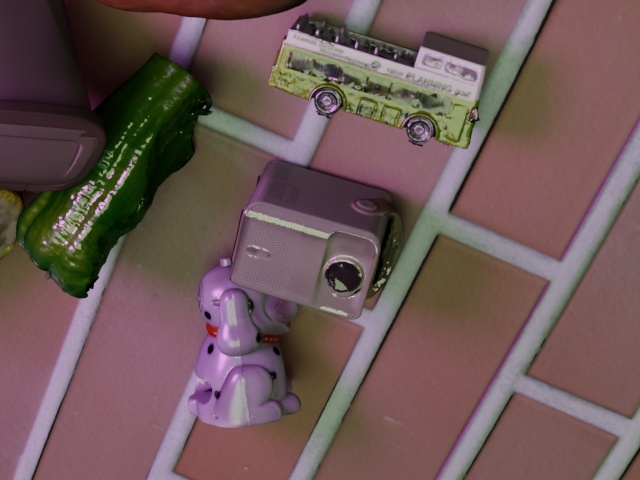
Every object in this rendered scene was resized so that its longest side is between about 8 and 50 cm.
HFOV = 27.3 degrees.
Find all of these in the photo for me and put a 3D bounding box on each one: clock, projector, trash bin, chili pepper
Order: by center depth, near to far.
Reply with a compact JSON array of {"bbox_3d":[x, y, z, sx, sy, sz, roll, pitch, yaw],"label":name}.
[{"bbox_3d":[-0.425,-0.209,1.785,0.220,0.250,0.219,4,148,-30],"label":"trash bin"},{"bbox_3d":[-0.307,-0.104,1.927,0.167,0.213,0.385,37,99,-6],"label":"chili pepper"},{"bbox_3d":[0.000,0.000,1.959,0.242,0.177,0.163,17,119,0],"label":"projector"},{"bbox_3d":[-0.123,0.148,2.074,0.189,0.189,0.254,1,101,9],"label":"clock"}]

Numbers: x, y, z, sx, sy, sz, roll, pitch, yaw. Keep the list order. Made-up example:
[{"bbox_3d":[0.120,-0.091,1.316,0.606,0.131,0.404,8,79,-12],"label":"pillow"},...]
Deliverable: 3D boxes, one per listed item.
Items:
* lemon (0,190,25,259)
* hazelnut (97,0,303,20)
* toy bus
[{"bbox_3d":[-0.640,-0.082,1.947,0.364,0.364,0.364,4,117,8],"label":"lemon"},{"bbox_3d":[-0.155,-0.449,1.689,0.409,0.359,0.359,12,118,8],"label":"hazelnut"},{"bbox_3d":[0.086,-0.234,1.869,0.301,0.113,0.139,17,114,2],"label":"toy bus"}]
